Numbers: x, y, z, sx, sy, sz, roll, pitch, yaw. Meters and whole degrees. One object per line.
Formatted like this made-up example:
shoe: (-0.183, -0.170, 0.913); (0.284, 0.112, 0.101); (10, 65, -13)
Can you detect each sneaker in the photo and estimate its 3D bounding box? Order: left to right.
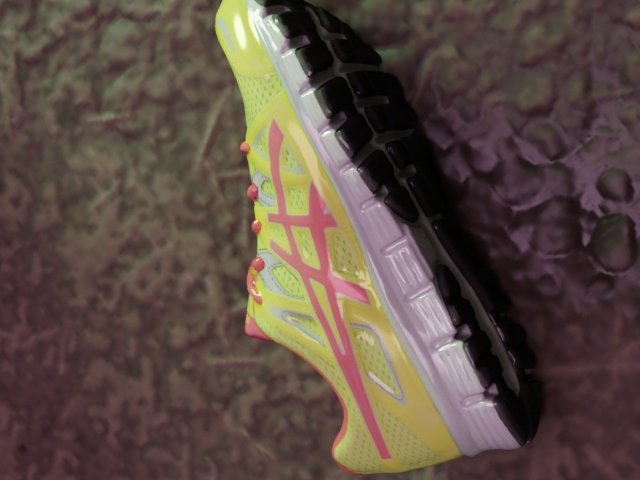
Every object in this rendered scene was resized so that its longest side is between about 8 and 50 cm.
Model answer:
sneaker: (0.000, 0.000, 0.771); (0.094, 0.081, 0.208); (-27, 85, 25)
